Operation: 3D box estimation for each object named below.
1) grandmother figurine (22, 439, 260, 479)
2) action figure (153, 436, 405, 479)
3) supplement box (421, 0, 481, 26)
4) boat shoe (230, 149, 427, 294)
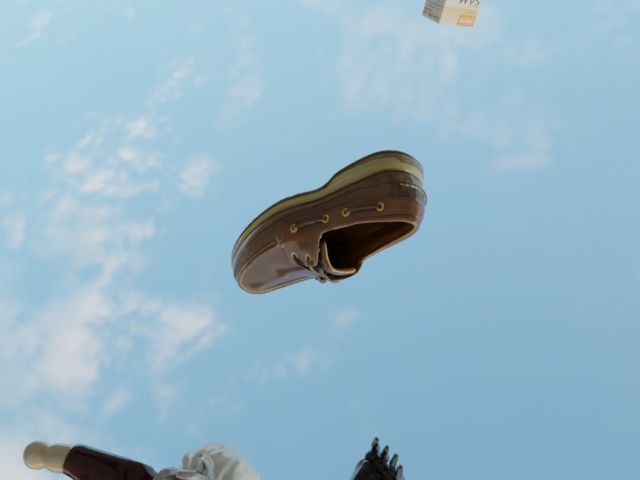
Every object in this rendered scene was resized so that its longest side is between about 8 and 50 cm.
[{"bbox_3d":[-0.208,0.277,0.785,0.342,0.208,0.104,-22,-149,17],"label":"grandmother figurine"},{"bbox_3d":[-0.051,0.209,0.483,0.276,0.141,0.164,-21,-137,-25],"label":"action figure"},{"bbox_3d":[0.169,-0.312,0.987,0.062,0.098,0.036,-6,-146,-35],"label":"supplement box"},{"bbox_3d":[0.001,0.000,0.599,0.178,0.064,0.060,-30,-132,30],"label":"boat shoe"}]
